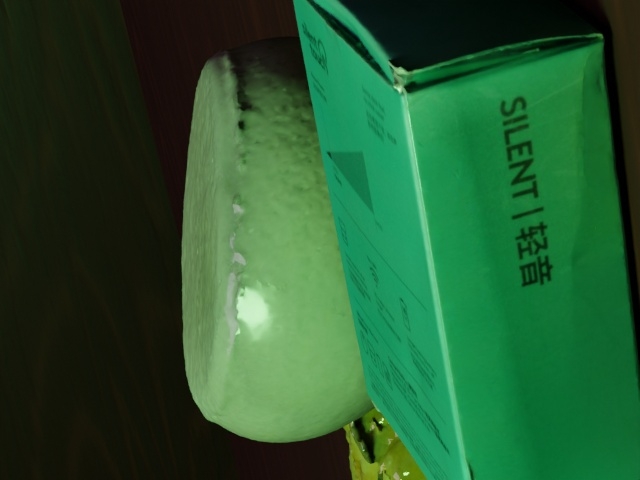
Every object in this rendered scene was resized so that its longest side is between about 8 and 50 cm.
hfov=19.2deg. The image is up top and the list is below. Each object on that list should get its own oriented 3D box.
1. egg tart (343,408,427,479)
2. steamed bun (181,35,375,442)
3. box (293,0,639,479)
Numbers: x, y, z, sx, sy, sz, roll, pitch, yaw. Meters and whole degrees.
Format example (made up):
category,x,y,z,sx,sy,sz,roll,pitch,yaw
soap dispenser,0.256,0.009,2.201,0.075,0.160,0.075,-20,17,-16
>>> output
category,x,y,z,sx,sy,sz,roll,pitch,yaw
egg tart,0.075,0.170,1.436,0.291,0.107,0.291,163,90,-79
steamed bun,0.000,0.000,1.324,0.283,0.177,0.283,-178,90,-80
box,0.087,-0.002,1.079,0.205,0.118,0.311,-130,25,-59
